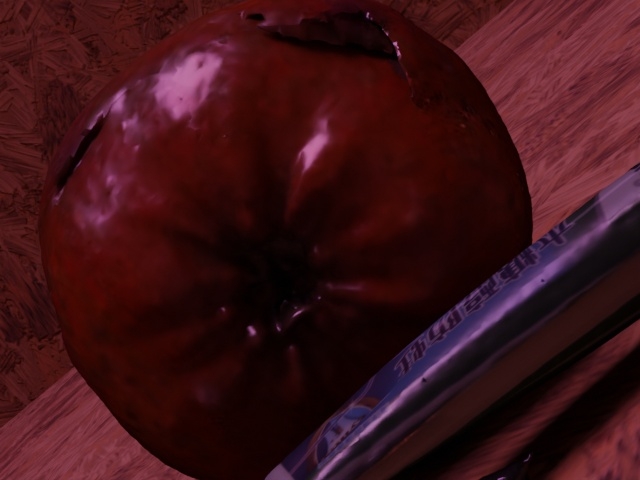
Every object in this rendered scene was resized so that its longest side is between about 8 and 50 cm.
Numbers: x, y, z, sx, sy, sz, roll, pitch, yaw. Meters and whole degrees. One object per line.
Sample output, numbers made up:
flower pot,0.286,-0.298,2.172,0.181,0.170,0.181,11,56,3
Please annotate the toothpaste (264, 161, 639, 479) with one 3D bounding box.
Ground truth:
toothpaste,0.122,0.017,0.825,0.392,0.061,0.099,-35,5,-5

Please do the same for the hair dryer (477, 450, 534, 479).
hair dryer,-0.041,0.183,0.866,0.359,0.120,0.303,-29,-4,18

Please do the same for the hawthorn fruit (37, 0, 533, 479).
hawthorn fruit,0.000,0.000,1.013,0.276,0.276,0.307,-40,-8,14
